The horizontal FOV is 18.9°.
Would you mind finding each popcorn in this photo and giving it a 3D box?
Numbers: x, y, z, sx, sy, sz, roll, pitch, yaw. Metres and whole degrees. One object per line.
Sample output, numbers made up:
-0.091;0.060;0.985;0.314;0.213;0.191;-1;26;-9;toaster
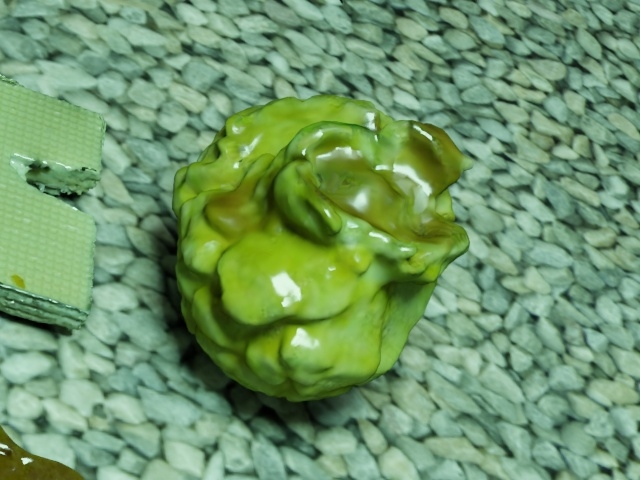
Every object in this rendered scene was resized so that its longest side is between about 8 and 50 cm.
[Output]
0.000;0.000;1.608;0.224;0.270;0.258;45;-1;-30;popcorn

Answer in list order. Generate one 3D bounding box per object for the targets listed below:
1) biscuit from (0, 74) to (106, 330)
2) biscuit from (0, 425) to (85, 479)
-0.254;-0.038;1.608;0.147;0.046;0.250;17;41;-21;biscuit
-0.353;0.104;1.376;0.283;0.064;0.432;-24;65;-38;biscuit
